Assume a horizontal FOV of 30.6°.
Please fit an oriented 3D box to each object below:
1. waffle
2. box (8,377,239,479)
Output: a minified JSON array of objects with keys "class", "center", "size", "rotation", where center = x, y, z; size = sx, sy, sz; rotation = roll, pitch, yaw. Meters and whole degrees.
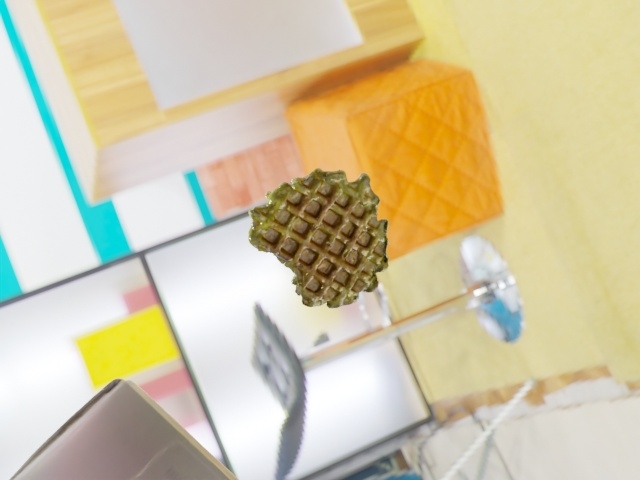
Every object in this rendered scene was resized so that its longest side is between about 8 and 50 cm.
[{"class":"waffle","center":[0.002,0.000,0.666],"size":[0.085,0.078,0.016],"rotation":[65,173,-22]},{"class":"box","center":[-0.051,0.224,0.704],"size":[0.252,0.106,0.203],"rotation":[40,161,21]}]
